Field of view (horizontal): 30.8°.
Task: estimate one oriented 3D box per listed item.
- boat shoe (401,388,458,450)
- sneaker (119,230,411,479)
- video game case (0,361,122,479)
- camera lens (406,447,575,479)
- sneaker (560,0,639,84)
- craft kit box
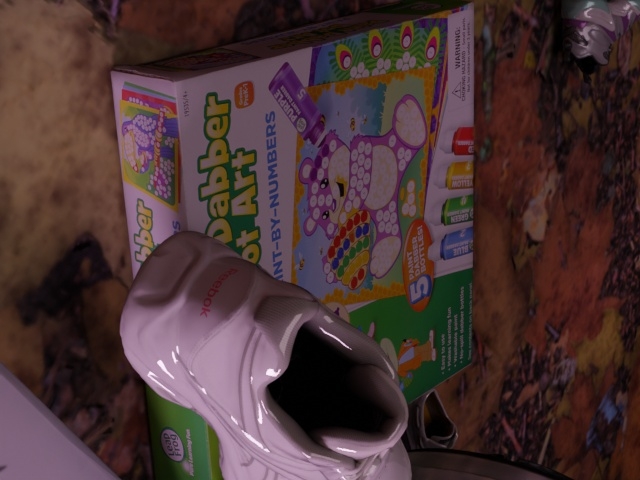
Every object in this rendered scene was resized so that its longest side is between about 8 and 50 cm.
[{"bbox_3d":[0.080,0.137,0.827,0.035,0.035,0.100,-44,132,-33],"label":"boat shoe"},{"bbox_3d":[0.000,0.092,0.572,0.090,0.115,0.232,-59,138,-18],"label":"sneaker"},{"bbox_3d":[-0.226,0.193,0.479,0.329,0.036,0.300,-55,137,-23],"label":"video game case"},{"bbox_3d":[0.084,0.282,0.704,0.219,0.219,0.274,55,48,-43],"label":"camera lens"},{"bbox_3d":[0.216,-0.155,0.898,0.098,0.038,0.069,-10,111,-38],"label":"sneaker"},{"bbox_3d":[0.000,0.000,0.676,0.246,0.061,0.250,-23,119,-41],"label":"craft kit box"}]
